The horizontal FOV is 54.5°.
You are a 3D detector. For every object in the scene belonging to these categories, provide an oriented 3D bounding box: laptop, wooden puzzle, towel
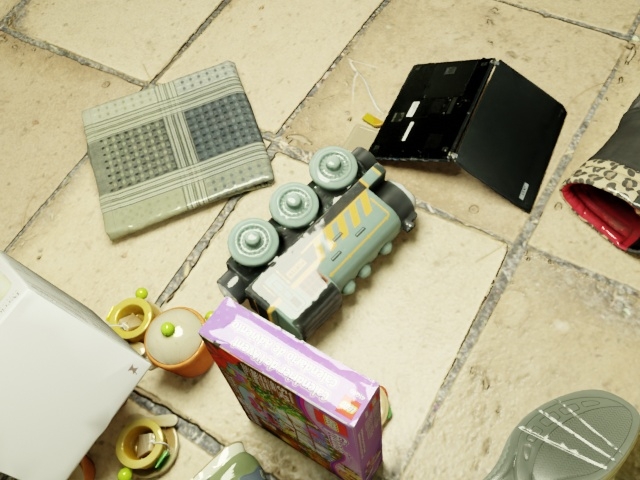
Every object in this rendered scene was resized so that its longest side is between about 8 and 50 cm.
[{"bbox_3d":[0.255,-0.189,1.088,0.264,0.137,0.234,7,59,39],"label":"laptop"},{"bbox_3d":[0.081,-0.176,1.120,0.078,0.014,0.116,26,68,26],"label":"wooden puzzle"},{"bbox_3d":[-0.273,-0.173,1.164,0.324,0.056,0.312,-19,63,-4],"label":"towel"}]

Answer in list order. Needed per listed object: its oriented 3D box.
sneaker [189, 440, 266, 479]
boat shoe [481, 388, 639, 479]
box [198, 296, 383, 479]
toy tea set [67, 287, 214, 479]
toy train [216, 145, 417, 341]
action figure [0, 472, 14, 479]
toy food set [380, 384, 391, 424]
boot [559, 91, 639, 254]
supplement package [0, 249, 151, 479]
[{"bbox_3d":[-0.150,0.364,0.822,0.086,0.064,0.192,36,69,30],"label":"sneaker"},{"bbox_3d":[0.275,0.313,0.774,0.320,0.103,0.118,-39,43,-19],"label":"boat shoe"},{"bbox_3d":[-0.024,0.201,0.762,0.200,0.293,0.057,25,63,22],"label":"box"},{"bbox_3d":[-0.283,0.219,0.892,0.199,0.124,0.336,12,63,15],"label":"toy tea set"},{"bbox_3d":[0.000,0.000,0.972,0.190,0.142,0.334,42,72,14],"label":"toy train"},{"bbox_3d":[-0.539,0.317,0.902,0.185,0.099,0.285,-39,66,-21],"label":"action figure"},{"bbox_3d":[0.059,0.237,0.886,0.083,0.020,0.083,24,67,21],"label":"toy food set"},{"bbox_3d":[0.577,-0.080,0.910,0.284,0.138,0.377,-41,59,-15],"label":"boot"},{"bbox_3d":[-0.407,0.160,0.839,0.262,0.198,0.199,18,68,51],"label":"supplement package"}]
